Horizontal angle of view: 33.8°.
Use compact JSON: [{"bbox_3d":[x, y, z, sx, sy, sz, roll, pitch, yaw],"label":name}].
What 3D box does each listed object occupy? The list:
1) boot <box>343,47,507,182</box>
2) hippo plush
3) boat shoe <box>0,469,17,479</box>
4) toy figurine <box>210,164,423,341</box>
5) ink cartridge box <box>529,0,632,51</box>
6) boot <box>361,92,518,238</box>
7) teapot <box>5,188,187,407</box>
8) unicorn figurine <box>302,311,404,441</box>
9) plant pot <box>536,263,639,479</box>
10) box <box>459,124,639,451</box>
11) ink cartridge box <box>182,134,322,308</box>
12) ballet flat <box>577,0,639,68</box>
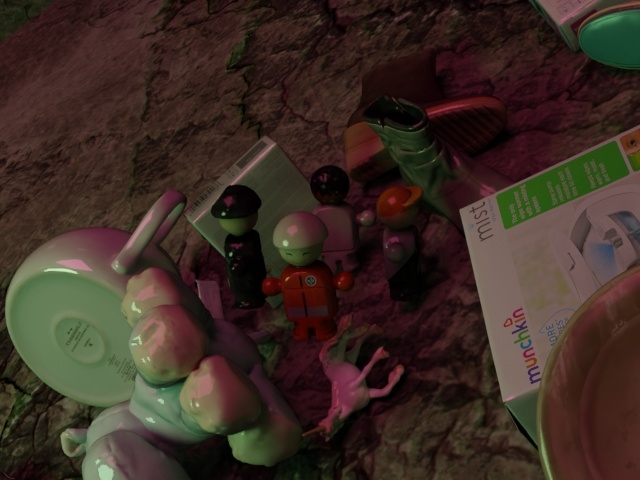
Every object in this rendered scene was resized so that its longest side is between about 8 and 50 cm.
[{"bbox_3d":[0.138,-0.193,1.403,0.248,0.090,0.207,-19,42,33],"label":"boot"},{"bbox_3d":[-0.186,0.178,1.156,0.236,0.234,0.294,-42,26,6],"label":"hippo plush"},{"bbox_3d":[-0.388,0.348,1.324,0.227,0.068,0.081,28,112,57],"label":"boat shoe"},{"bbox_3d":[0.000,0.000,1.213,0.209,0.148,0.213,-20,24,-28],"label":"toy figurine"},{"bbox_3d":[0.359,-0.393,1.444,0.185,0.065,0.311,-33,38,11],"label":"ink cartridge box"},{"bbox_3d":[0.145,-0.084,1.217,0.083,0.161,0.246,-48,36,-10],"label":"boot"},{"bbox_3d":[-0.265,0.074,1.360,0.256,0.253,0.187,-5,28,25],"label":"teapot"},{"bbox_3d":[0.033,0.154,1.162,0.111,0.060,0.162,-43,20,11],"label":"unicorn figurine"},{"bbox_3d":[0.274,0.123,0.672,0.323,0.280,0.323,-8,73,28],"label":"plant pot"},{"bbox_3d":[0.274,0.045,0.994,0.231,0.127,0.262,-24,39,18],"label":"box"},{"bbox_3d":[-0.064,-0.022,1.325,0.145,0.179,0.045,-44,37,-5],"label":"ink cartridge box"},{"bbox_3d":[0.426,-0.252,1.228,0.248,0.086,0.086,4,54,43],"label":"ballet flat"}]
